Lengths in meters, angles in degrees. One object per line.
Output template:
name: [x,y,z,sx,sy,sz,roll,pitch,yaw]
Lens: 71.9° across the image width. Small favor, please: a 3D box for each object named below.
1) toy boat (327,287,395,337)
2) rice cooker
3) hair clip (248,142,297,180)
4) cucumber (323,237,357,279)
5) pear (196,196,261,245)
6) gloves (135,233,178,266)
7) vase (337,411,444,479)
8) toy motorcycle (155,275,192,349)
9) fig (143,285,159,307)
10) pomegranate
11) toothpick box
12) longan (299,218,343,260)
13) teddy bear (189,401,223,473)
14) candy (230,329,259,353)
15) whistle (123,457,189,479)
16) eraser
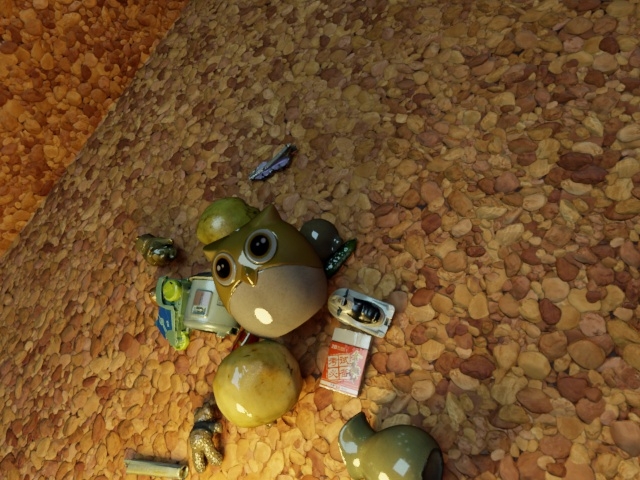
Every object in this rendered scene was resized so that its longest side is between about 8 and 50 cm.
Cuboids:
toy boat: [0.144,0.266,1.691,0.269,0.141,0.141,21,78,17]
rice cooker: [-0.445,0.260,1.896,0.316,0.264,0.317,-7,70,18]
hair clip: [-0.235,-0.379,2.186,0.292,0.084,0.106,-33,63,15]
cucumber: [0.077,0.076,1.844,0.227,0.069,0.069,-48,57,-5]
pear: [-0.395,-0.050,2.000,0.303,0.304,0.304,-10,64,21]
gloves: [-0.819,0.056,2.236,0.330,0.141,0.154,20,52,41]
vase: [0.223,0.746,1.410,0.302,0.240,0.330,-1,94,38]
toy motorcycle: [-0.666,0.329,2.031,0.199,0.191,0.327,4,84,31]
fig: [-0.789,0.260,2.137,0.119,0.152,0.119,-38,37,36]
pomegranate: [-0.228,0.534,1.633,0.332,0.332,0.333,-10,64,21]
toothpick box: [-0.205,0.124,1.683,0.408,0.409,0.426,-31,95,10]
longan: [0.000,0.000,1.855,0.204,0.159,0.185,6,79,26]
teddy bear: [-0.463,0.779,1.754,0.181,0.129,0.252,-20,62,14]
candy: [-0.308,0.427,1.862,0.059,0.086,0.292,26,80,39]
whistle: [-0.691,0.944,1.830,0.325,0.057,0.068,-6,108,24]
eraser: [0.099,0.460,1.678,0.157,0.038,0.231,8,72,28]
